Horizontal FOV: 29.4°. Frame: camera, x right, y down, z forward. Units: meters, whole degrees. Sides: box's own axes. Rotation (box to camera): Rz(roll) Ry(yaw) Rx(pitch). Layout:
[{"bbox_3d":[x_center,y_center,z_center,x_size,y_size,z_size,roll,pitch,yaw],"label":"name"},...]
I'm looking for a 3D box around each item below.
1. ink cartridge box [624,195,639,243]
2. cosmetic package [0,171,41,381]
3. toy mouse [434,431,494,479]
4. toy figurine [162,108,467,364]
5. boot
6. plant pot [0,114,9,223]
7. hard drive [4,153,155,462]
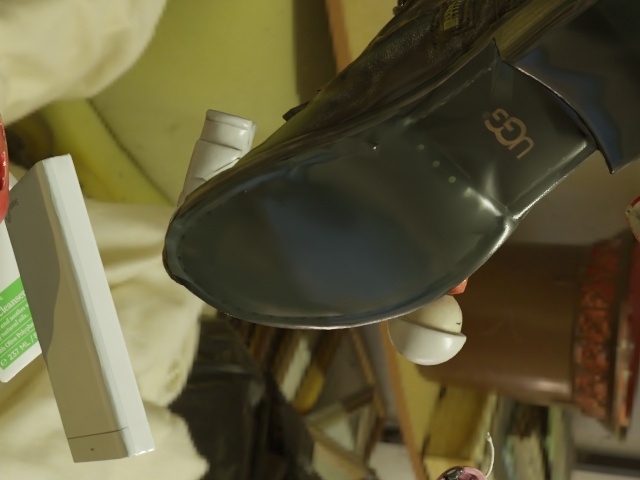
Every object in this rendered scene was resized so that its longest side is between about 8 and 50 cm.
[{"bbox_3d":[0.220,0.039,0.299,0.237,0.172,0.100,51,12,-4],"label":"ink cartridge box"},{"bbox_3d":[-0.488,-0.009,1.693,0.365,0.197,0.155,49,-4,-14],"label":"cosmetic package"},{"bbox_3d":[0.101,0.227,0.920,0.031,0.143,0.161,-166,-110,-84],"label":"toy mouse"},{"bbox_3d":[0.000,0.000,0.912,0.209,0.213,0.148,14,92,-42],"label":"toy figurine"},{"bbox_3d":[0.053,-0.093,0.534,0.091,0.263,0.229,50,23,-31],"label":"boot"},{"bbox_3d":[-0.356,-0.099,1.008,0.191,0.191,0.174,-55,158,-54],"label":"plant pot"},{"bbox_3d":[-0.302,0.093,1.482,0.047,0.233,0.353,-15,86,-28],"label":"hard drive"}]
